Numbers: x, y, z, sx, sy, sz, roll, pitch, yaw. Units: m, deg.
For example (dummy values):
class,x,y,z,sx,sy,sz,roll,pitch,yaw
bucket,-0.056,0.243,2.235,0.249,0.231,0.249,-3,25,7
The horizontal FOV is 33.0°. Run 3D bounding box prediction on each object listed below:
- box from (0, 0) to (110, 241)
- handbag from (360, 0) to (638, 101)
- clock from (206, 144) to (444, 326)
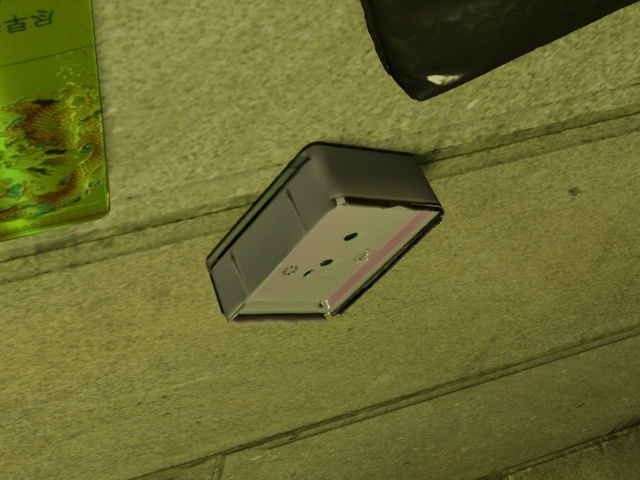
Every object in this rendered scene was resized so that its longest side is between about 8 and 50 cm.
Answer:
class,x,y,z,sx,sy,sz,roll,pitch,yaw
box,-0.228,-0.093,0.685,0.173,0.043,0.311,-15,152,-16
handbag,0.140,-0.210,0.718,0.246,0.080,0.223,-25,153,1
clock,-0.001,0.000,1.003,0.144,0.073,0.193,3,143,-41
